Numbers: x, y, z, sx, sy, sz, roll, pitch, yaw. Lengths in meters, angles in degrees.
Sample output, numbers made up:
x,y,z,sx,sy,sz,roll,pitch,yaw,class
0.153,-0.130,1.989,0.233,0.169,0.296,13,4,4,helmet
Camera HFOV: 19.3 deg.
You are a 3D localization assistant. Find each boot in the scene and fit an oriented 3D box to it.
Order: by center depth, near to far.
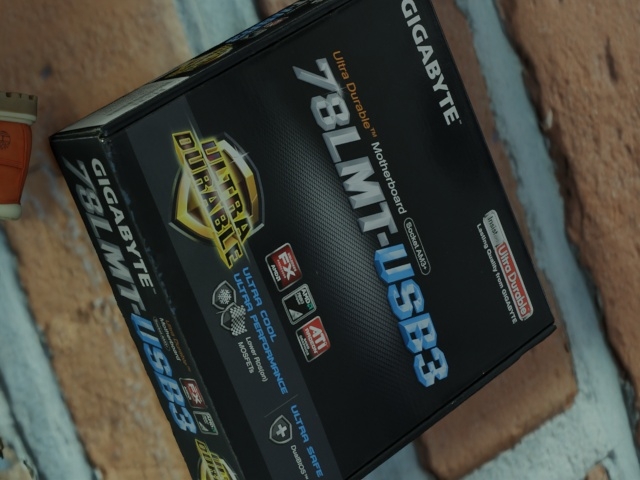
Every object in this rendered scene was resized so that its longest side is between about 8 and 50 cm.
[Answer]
x,y,z,sx,sy,sz,roll,pitch,yaw,class
-0.235,-0.048,1.085,0.158,0.059,0.085,3,92,-39,boot

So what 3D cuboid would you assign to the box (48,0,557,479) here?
x,y,z,sx,sy,sz,roll,pitch,yaw,class
0.000,0.000,1.258,0.293,0.073,0.296,-32,108,-33,box
